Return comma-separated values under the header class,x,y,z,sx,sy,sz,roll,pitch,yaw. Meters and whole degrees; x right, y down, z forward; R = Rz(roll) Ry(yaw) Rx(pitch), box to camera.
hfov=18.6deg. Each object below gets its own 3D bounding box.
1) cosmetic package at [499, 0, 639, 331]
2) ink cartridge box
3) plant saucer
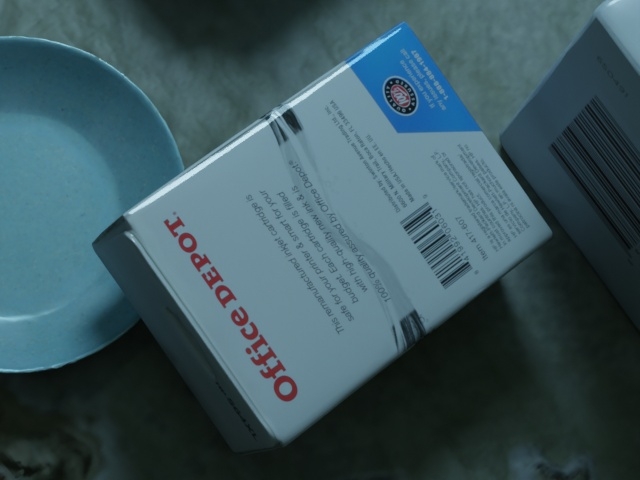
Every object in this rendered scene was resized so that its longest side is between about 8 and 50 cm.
class,x,y,z,sx,sy,sz,roll,pitch,yaw
cosmetic package,0.342,-0.148,1.104,0.453,0.230,0.161,-35,84,-13
ink cartridge box,0.000,0.000,1.071,0.203,0.086,0.148,-35,93,-21
plant saucer,-0.172,-0.018,1.099,0.195,0.037,0.195,2,77,-8
